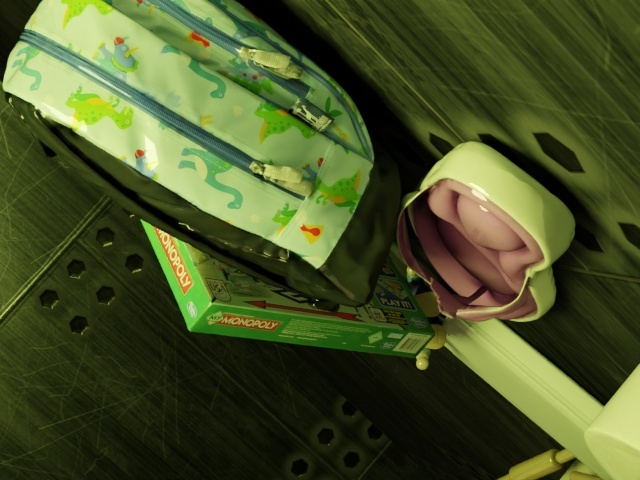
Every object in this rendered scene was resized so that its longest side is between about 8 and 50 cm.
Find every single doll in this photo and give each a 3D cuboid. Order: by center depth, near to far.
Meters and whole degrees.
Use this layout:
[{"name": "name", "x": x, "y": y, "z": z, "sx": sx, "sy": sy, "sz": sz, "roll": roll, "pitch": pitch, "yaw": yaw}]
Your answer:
[{"name": "doll", "x": 0.122, "y": 0.092, "z": 1.690, "sx": 0.189, "sy": 0.046, "sz": 0.129, "roll": -74, "pitch": -22, "yaw": -86}]

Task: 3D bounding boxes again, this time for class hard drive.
[{"name": "hard drive", "x": 0.275, "y": 0.190, "z": 1.692, "sx": 0.307, "sy": 0.040, "sz": 0.203, "roll": 40, "pitch": 171, "yaw": 8}]

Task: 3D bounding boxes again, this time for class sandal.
[{"name": "sandal", "x": 0.128, "y": 0.014, "z": 1.272, "sx": 0.169, "sy": 0.102, "sz": 0.416, "roll": 39, "pitch": 171, "yaw": 13}]

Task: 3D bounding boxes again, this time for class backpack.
[{"name": "backpack", "x": -0.114, "y": -0.109, "z": 1.285, "sx": 0.355, "sy": 0.273, "sz": 0.290, "roll": 16, "pitch": -172, "yaw": -17}]

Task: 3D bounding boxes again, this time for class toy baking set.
[{"name": "toy baking set", "x": 0.290, "y": 0.392, "z": 1.922, "sx": 0.030, "sy": 0.197, "sz": 0.256, "roll": 22, "pitch": 146, "yaw": -32}]

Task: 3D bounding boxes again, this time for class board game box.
[{"name": "board game box", "x": -0.041, "y": 0.020, "z": 1.495, "sx": 0.317, "sy": 0.046, "sz": 0.213, "roll": 10, "pitch": -140, "yaw": -42}]

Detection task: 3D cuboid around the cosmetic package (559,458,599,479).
[{"name": "cosmetic package", "x": 0.435, "y": 0.431, "z": 1.878, "sx": 0.153, "sy": 0.129, "sz": 0.296, "roll": 46, "pitch": 170, "yaw": -29}]

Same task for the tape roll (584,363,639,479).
[{"name": "tape roll", "x": 0.378, "y": 0.225, "z": 1.250, "sx": 0.286, "sy": 0.100, "sz": 0.286, "roll": 40, "pitch": 170, "yaw": 8}]
